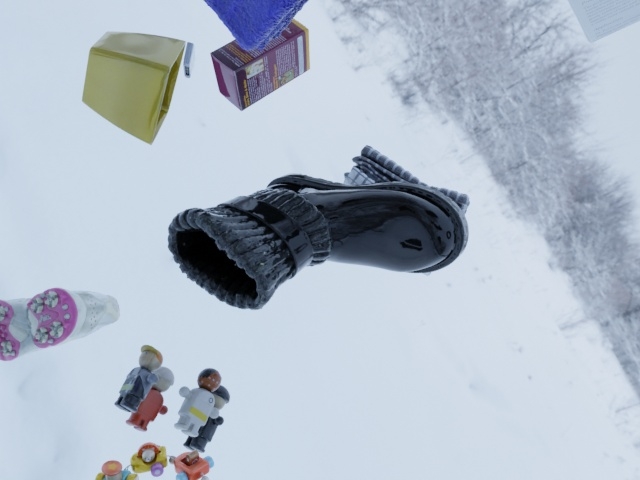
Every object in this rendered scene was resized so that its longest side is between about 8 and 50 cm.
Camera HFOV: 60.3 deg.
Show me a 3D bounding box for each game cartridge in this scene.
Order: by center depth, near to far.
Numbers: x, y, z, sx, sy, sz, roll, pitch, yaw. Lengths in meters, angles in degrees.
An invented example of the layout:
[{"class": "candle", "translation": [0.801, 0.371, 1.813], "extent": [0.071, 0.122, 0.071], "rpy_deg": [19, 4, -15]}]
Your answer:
[{"class": "game cartridge", "translation": [-0.283, -0.391, 1.187], "extent": [0.083, 0.017, 0.055], "rpy_deg": [160, -63, -78]}]

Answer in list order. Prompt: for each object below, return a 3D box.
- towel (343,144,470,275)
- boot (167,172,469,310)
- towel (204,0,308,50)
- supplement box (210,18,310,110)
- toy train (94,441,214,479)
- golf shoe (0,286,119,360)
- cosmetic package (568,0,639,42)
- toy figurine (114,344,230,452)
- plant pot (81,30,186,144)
[{"class": "towel", "translation": [0.163, -0.058, 1.091], "extent": [0.235, 0.121, 0.283], "rpy_deg": [37, -8, 14]}, {"class": "boot", "translation": [-0.001, 0.004, 0.745], "extent": [0.260, 0.348, 0.131], "rpy_deg": [-31, 125, -56]}, {"class": "towel", "translation": [-0.147, -0.418, 0.747], "extent": [0.308, 0.228, 0.076], "rpy_deg": [46, 66, -14]}, {"class": "supplement box", "translation": [-0.117, -0.362, 1.112], "extent": [0.081, 0.188, 0.104], "rpy_deg": [43, -23, 25]}, {"class": "toy train", "translation": [-0.244, 0.331, 0.788], "extent": [0.166, 0.125, 0.046], "rpy_deg": [-16, 110, -43]}, {"class": "golf shoe", "translation": [-0.496, 0.151, 1.000], "extent": [0.140, 0.307, 0.115], "rpy_deg": [1, 81, -59]}, {"class": "cosmetic package", "translation": [0.301, -0.317, 0.573], "extent": [0.231, 0.117, 0.085], "rpy_deg": [23, 55, -49]}, {"class": "toy figurine", "translation": [-0.302, 0.327, 1.155], "extent": [0.209, 0.213, 0.148], "rpy_deg": [96, 14, -55]}, {"class": "plant pot", "translation": [-0.466, -0.399, 1.363], "extent": [0.187, 0.212, 0.212], "rpy_deg": [18, 35, -13]}]
